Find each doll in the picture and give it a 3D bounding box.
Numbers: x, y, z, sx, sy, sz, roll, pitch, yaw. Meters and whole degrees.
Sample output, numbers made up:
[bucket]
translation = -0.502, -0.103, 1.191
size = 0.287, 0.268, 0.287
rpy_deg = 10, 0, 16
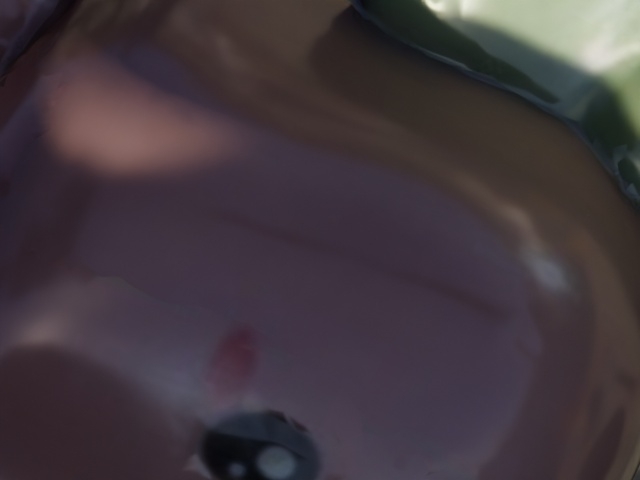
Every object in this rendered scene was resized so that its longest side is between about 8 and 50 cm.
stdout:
[doll]
translation = 0.000, 0.000, 0.409
size = 0.284, 0.268, 0.216
rpy_deg = -61, 5, 38
